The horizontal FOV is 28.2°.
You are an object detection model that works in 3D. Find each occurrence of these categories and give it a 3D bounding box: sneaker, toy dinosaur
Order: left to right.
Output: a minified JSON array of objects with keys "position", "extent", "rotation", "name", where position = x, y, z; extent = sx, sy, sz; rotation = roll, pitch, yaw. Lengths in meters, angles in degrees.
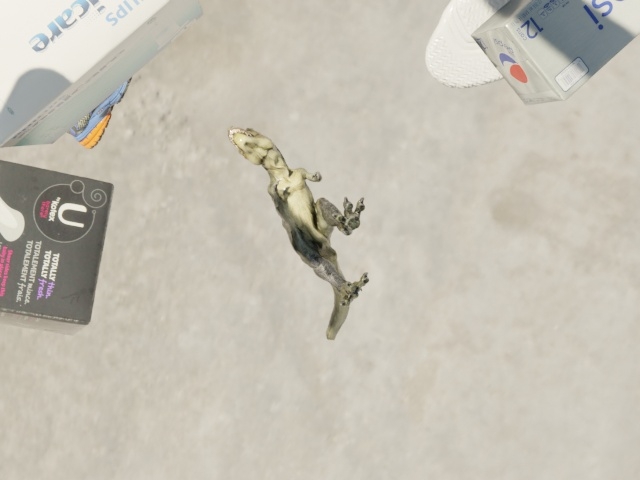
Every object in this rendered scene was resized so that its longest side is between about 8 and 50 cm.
[{"position":[-0.317,-0.225,1.791],"extent":[0.087,0.221,0.083],"rotation":[24,33,-16],"name":"sneaker"},{"position":[0.000,0.000,1.218],"extent":[0.064,0.268,0.118],"rotation":[-34,29,-21],"name":"toy dinosaur"},{"position":[0.213,-0.265,1.311],"extent":[0.101,0.268,0.153],"rotation":[44,10,-9],"name":"sneaker"}]

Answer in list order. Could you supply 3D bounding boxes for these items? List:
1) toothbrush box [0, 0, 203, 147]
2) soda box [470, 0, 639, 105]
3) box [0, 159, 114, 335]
[{"position":[-0.230,-0.200,1.177],"extent":[0.216,0.295,0.126],"rotation":[-40,97,2],"name":"toothbrush box"},{"position":[0.281,-0.249,1.173],"extent":[0.286,0.098,0.091],"rotation":[-42,101,-8],"name":"soda box"},{"position":[-0.380,-0.001,1.400],"extent":[0.270,0.143,0.165],"rotation":[12,78,-15],"name":"box"}]
